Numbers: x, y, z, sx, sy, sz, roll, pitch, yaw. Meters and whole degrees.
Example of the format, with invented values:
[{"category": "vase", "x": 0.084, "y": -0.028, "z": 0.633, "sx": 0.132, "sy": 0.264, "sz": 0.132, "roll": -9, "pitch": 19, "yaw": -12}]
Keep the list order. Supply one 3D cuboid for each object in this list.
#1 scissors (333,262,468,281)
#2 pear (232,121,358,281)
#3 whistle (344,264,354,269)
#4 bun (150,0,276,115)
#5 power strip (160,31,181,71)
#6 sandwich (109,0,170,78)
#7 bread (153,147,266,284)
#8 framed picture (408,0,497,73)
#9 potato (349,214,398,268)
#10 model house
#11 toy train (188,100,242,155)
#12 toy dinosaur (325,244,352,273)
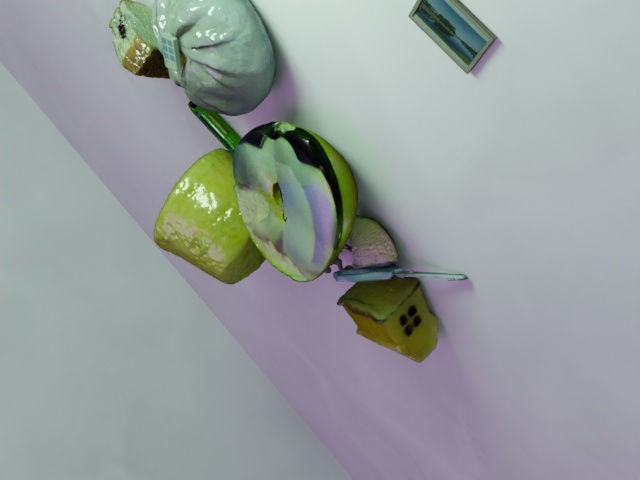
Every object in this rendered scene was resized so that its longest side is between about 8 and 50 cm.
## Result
[{"category": "scissors", "x": 0.202, "y": 0.086, "z": 1.918, "sx": 0.360, "sy": 0.191, "sz": 0.030, "roll": 3, "pitch": 101, "yaw": 40}, {"category": "pear", "x": -0.036, "y": -0.110, "z": 1.899, "sx": 0.398, "sy": 0.165, "sz": 0.399, "roll": 25, "pitch": 124, "yaw": 43}, {"category": "whistle", "x": 0.116, "y": 0.104, "z": 2.184, "sx": 0.109, "sy": 0.046, "sz": 0.057, "roll": 9, "pitch": 122, "yaw": 47}, {"category": "bun", "x": -0.255, "y": -0.433, "z": 1.799, "sx": 0.354, "sy": 0.194, "sz": 0.354, "roll": 40, "pitch": 155, "yaw": 23}, {"category": "power strip", "x": -0.325, "y": -0.410, "z": 1.704, "sx": 0.040, "sy": 0.016, "sz": 0.090, "roll": 29, "pitch": 141, "yaw": 27}, {"category": "sandwich", "x": -0.459, "y": -0.507, "z": 1.974, "sx": 0.254, "sy": 0.100, "sz": 0.288, "roll": 43, "pitch": -161, "yaw": 7}, {"category": "bread", "x": -0.288, "y": -0.056, "z": 2.274, "sx": 0.307, "sy": 0.348, "sz": 0.348, "roll": 39, "pitch": 156, "yaw": 10}, {"category": "framed picture", "x": 0.219, "y": -0.360, "z": 1.315, "sx": 0.149, "sy": 0.011, "sz": 0.109, "roll": 46, "pitch": 157, "yaw": 5}, {"category": "potato", "x": 0.138, "y": -0.012, "z": 1.962, "sx": 0.120, "sy": 0.081, "sz": 0.149, "roll": -10, "pitch": 98, "yaw": 25}, {"category": "model house", "x": 0.187, "y": 0.216, "z": 2.065, "sx": 0.193, "sy": 0.174, "sz": 0.234, "roll": 18, "pitch": 139, "yaw": 49}, {"category": "toy train", "x": -0.296, "y": -0.332, "z": 2.217, "sx": 0.209, "sy": 0.044, "sz": 0.042, "roll": 46, "pitch": 157, "yaw": 4}, {"category": "toy dinosaur", "x": -0.002, "y": 0.007, "z": 2.142, "sx": 0.162, "sy": 0.077, "sz": 0.294, "roll": 5, "pitch": 135, "yaw": 27}]
